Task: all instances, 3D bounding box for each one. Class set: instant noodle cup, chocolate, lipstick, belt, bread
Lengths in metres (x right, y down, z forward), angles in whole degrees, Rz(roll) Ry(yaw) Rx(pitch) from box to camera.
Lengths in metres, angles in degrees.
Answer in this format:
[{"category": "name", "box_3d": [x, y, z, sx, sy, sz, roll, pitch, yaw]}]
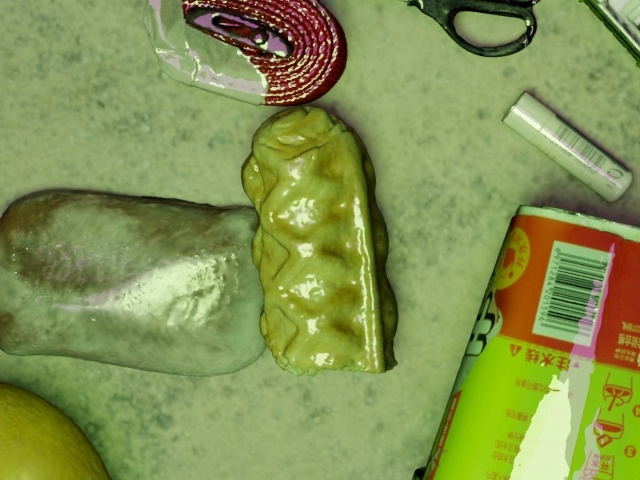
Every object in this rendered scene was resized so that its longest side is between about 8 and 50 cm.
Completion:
[{"category": "instant noodle cup", "box_3d": [0.247, 0.136, 1.327, 0.294, 0.294, 0.308, 14, 91, 4]}, {"category": "chocolate", "box_3d": [-0.197, 0.046, 1.434, 0.303, 0.100, 0.185, 5, 94, 2]}, {"category": "lipstick", "box_3d": [0.248, -0.092, 1.399, 0.141, 0.040, 0.040, 37, 99, 1]}, {"category": "belt", "box_3d": [-0.074, -0.201, 1.377, 0.201, 0.124, 0.128, 16, 95, 3]}, {"category": "bread", "box_3d": [0.000, 0.000, 1.382, 0.130, 0.152, 0.268, -4, 96, 29]}]

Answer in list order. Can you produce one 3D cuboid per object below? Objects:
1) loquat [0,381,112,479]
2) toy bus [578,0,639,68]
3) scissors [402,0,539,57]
[{"category": "loquat", "box_3d": [-0.365, 0.309, 1.356, 0.328, 0.359, 0.328, 4, 120, 7]}, {"category": "toy bus", "box_3d": [0.320, -0.223, 1.327, 0.113, 0.139, 0.302, -43, 93, 11]}, {"category": "scissors", "box_3d": [0.076, -0.247, 1.358, 0.300, 0.022, 0.109, 7, 99, -17]}]
